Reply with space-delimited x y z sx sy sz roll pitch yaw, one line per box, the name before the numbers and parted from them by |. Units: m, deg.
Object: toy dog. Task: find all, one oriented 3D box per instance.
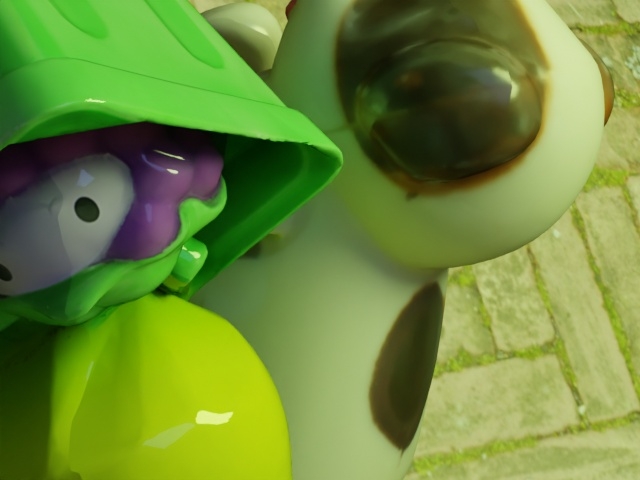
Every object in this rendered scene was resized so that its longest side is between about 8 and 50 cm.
toy dog | 0.000 0.000 1.008 0.395 0.408 0.284 48 26 24

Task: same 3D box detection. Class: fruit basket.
fruit basket | -0.155 0.064 0.836 0.283 0.392 0.392 7 59 -57
